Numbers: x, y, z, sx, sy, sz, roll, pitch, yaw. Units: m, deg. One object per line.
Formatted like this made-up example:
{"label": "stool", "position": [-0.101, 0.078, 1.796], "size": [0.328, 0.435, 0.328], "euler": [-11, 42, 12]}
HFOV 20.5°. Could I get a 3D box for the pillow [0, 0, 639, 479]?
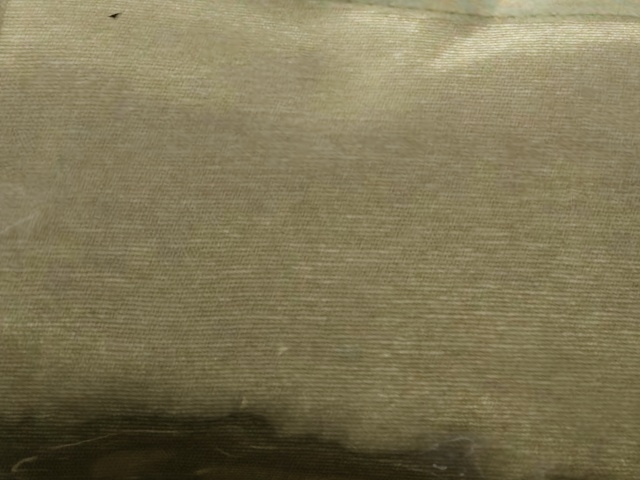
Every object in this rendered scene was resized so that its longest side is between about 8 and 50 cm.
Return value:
{"label": "pillow", "position": [0.000, 0.000, 0.336], "size": [0.033, 0.217, 0.130], "euler": [111, 165, -79]}
